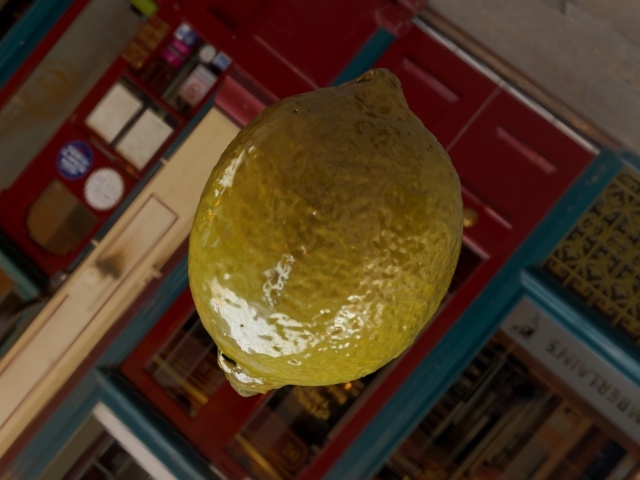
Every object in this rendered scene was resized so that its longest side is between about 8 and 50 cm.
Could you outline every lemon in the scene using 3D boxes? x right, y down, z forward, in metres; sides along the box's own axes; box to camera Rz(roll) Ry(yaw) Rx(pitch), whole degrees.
[{"bbox_3d":[0.000,0.000,0.651,0.188,0.257,0.188,24,-165,-7],"label":"lemon"}]
